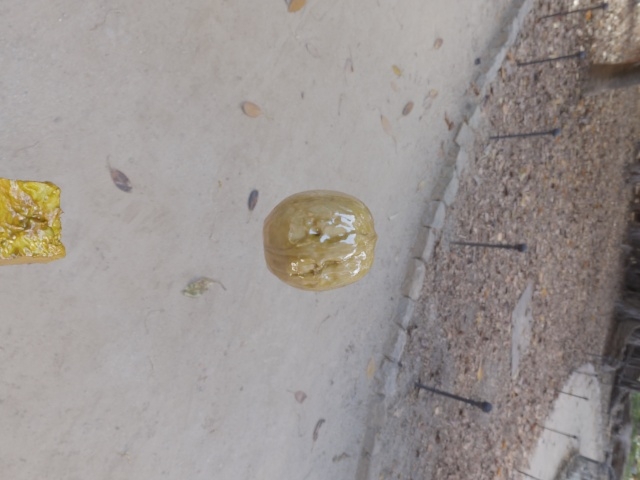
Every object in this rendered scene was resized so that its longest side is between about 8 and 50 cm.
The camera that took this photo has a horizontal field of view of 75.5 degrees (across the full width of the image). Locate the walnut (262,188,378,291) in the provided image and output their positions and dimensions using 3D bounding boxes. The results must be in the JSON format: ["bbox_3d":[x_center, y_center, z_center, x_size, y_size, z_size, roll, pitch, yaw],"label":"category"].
[{"bbox_3d":[0.000,0.000,0.793,0.195,0.221,0.196,-6,90,-82],"label":"walnut"}]

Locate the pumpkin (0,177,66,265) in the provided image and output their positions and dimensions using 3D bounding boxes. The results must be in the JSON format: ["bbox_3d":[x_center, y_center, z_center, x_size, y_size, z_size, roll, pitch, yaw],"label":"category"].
[{"bbox_3d":[-0.283,-0.017,0.380,0.074,0.053,0.083,4,77,-62],"label":"pumpkin"}]
